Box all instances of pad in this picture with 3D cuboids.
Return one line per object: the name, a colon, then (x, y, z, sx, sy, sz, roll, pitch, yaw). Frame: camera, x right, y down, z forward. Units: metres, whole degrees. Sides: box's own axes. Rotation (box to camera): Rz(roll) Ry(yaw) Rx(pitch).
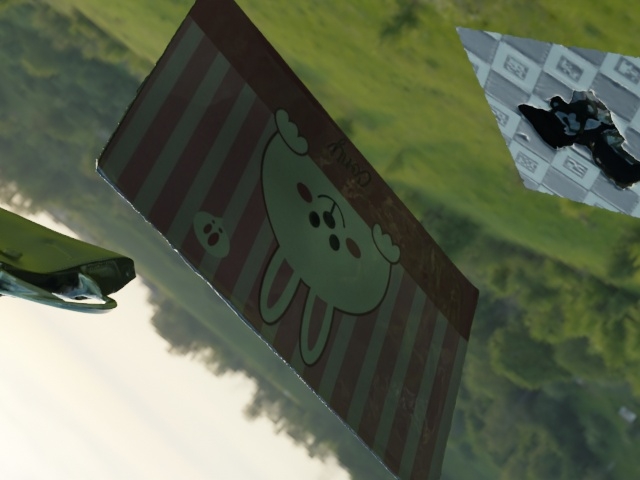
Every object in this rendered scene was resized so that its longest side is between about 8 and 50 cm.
pad: (0.000, 0.000, 0.743, 0.005, 0.202, 0.300, -24, 119, 33)

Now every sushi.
sushi: (0.263, -0.120, 1.170, 0.220, 0.047, 0.231, 20, 152, 43)

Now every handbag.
handbag: (-0.316, 0.010, 1.171, 0.315, 0.109, 0.241, 9, -176, 38)
